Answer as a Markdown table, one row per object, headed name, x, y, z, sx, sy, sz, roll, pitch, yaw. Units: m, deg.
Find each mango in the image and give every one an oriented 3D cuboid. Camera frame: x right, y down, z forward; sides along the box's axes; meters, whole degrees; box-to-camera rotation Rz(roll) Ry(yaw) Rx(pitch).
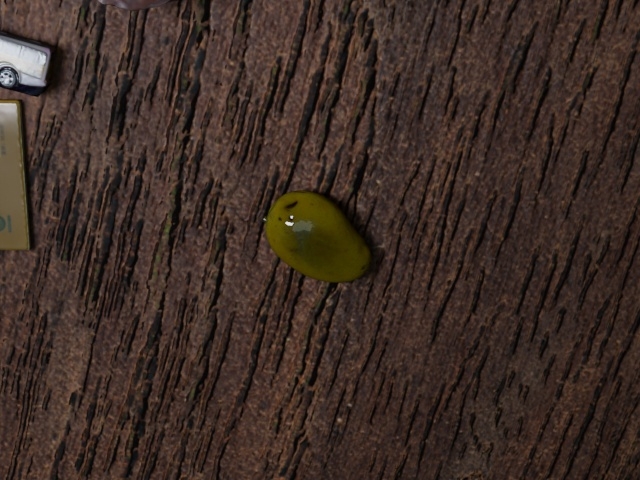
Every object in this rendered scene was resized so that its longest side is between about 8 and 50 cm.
| name | x | y | z | sx | sy | sz | roll | pitch | yaw |
| --- | --- | --- | --- | --- | --- | --- | --- | --- | --- |
| mango | 0.000 | 0.000 | 1.592 | 0.161 | 0.076 | 0.103 | 35 | 99 | -20 |

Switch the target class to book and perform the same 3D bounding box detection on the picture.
| name | x | y | z | sx | sy | sz | roll | pitch | yaw |
| --- | --- | --- | --- | --- | --- | --- | --- | --- | --- |
| book | -0.539 | -0.087 | 1.588 | 0.295 | 0.020 | 0.208 | 1 | 109 | 0 |

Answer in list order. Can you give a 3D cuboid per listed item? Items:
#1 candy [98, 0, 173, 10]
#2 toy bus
| name | x | y | z | sx | sy | sz | roll | pitch | yaw |
| --- | --- | --- | --- | --- | --- | --- | --- | --- | --- |
| candy | -0.240 | -0.409 | 1.409 | 0.214 | 0.157 | 0.289 | -31 | 104 | 20 |
| toy bus | -0.426 | -0.238 | 1.520 | 0.172 | 0.057 | 0.072 | 16 | 102 | -6 |
